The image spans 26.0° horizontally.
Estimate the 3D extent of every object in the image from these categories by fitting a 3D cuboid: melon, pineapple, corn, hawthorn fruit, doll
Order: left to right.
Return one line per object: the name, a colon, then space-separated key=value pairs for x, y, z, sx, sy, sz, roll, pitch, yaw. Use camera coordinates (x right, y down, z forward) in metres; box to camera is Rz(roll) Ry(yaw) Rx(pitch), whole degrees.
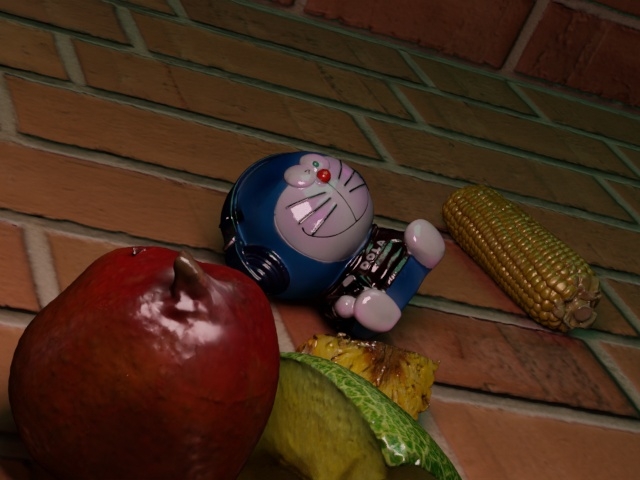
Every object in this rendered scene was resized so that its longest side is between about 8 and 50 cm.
hawthorn fruit: x=-0.177 y=0.149 z=1.512 sx=0.295 sy=0.311 sz=0.295 roll=45 pitch=28 yaw=-32
doll: x=0.000 y=0.000 z=2.081 sx=0.310 sy=0.240 sz=0.284 roll=39 pitch=51 yaw=-4
melon: x=0.012 y=0.262 z=1.582 sx=0.343 sy=0.226 sz=0.331 roll=51 pitch=-5 yaw=45
pineapple: x=0.027 y=0.209 z=1.850 sx=0.164 sy=0.140 sz=0.249 roll=-9 pitch=-17 yaw=35
corn: x=0.355 y=0.021 z=2.478 sx=0.144 sy=0.144 sz=0.387 roll=4 pitch=32 yaw=-39
